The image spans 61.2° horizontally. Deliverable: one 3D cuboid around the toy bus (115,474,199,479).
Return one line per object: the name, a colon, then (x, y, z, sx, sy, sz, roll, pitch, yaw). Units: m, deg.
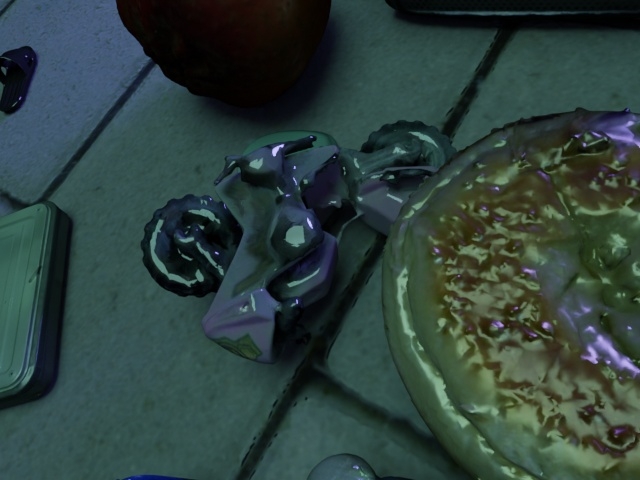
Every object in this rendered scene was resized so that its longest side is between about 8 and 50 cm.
toy bus: (-0.189, 0.332, 0.405, 0.288, 0.138, 0.175, -40, 57, -2)

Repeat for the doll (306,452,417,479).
doll: (0.061, 0.278, 0.312, 0.228, 0.154, 0.258, -18, 58, 65)

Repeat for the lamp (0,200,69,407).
lamp: (-0.452, 0.095, 0.692, 0.269, 0.047, 0.266, -18, 57, 12)

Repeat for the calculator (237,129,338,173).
calculator: (-0.031, -0.090, 0.642, 0.153, 0.021, 0.095, 8, 67, 28)

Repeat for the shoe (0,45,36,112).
shoe: (-0.538, -0.293, 0.937, 0.062, 0.053, 0.159, -17, 61, 16)

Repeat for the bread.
bread: (0.194, 0.049, 0.396, 0.306, 0.159, 0.305, -10, 62, 20)

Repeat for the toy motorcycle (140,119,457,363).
toy motorcycle: (0.000, 0.000, 0.521, 0.327, 0.143, 0.188, -21, 65, -8)

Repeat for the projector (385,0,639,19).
projector: (0.282, -0.461, 0.590, 0.405, 0.242, 0.395, 14, 70, 28)

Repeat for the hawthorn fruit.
hawthorn fruit: (-0.098, -0.322, 0.656, 0.254, 0.254, 0.300, 21, 80, 29)
